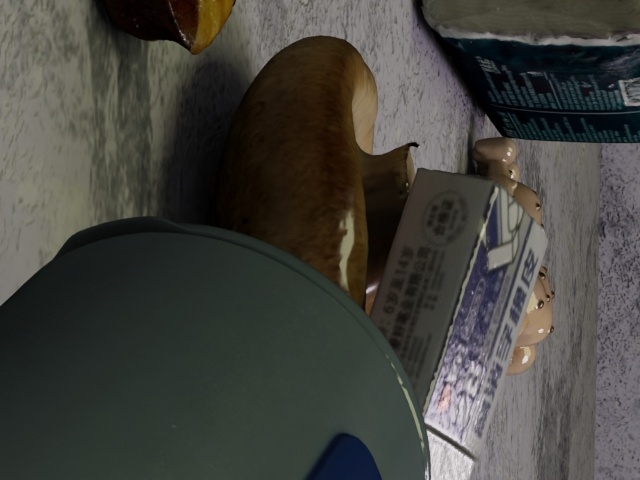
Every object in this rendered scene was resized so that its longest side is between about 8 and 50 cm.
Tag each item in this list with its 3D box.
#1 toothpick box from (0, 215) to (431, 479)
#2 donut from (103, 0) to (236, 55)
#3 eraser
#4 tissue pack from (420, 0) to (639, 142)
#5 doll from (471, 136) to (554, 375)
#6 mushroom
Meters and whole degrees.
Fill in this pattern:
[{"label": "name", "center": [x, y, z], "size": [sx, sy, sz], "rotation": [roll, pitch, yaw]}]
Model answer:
[{"label": "toothpick box", "center": [-0.095, 0.154, 0.751], "size": [0.354, 0.263, 0.263], "rotation": [-49, 139, -62]}, {"label": "donut", "center": [-0.089, -0.180, 1.066], "size": [0.140, 0.059, 0.140], "rotation": [4, 90, -74]}, {"label": "eraser", "center": [0.075, 0.072, 1.167], "size": [0.124, 0.068, 0.210], "rotation": [41, 65, -61]}, {"label": "tissue pack", "center": [0.279, -0.262, 1.948], "size": [0.416, 0.264, 0.253], "rotation": [40, 54, -70]}, {"label": "doll", "center": [0.199, 0.019, 2.020], "size": [0.154, 0.119, 0.278], "rotation": [76, 13, -46]}, {"label": "mushroom", "center": [0.000, 0.000, 1.238], "size": [0.278, 0.146, 0.278], "rotation": [-4, 90, -86]}]
